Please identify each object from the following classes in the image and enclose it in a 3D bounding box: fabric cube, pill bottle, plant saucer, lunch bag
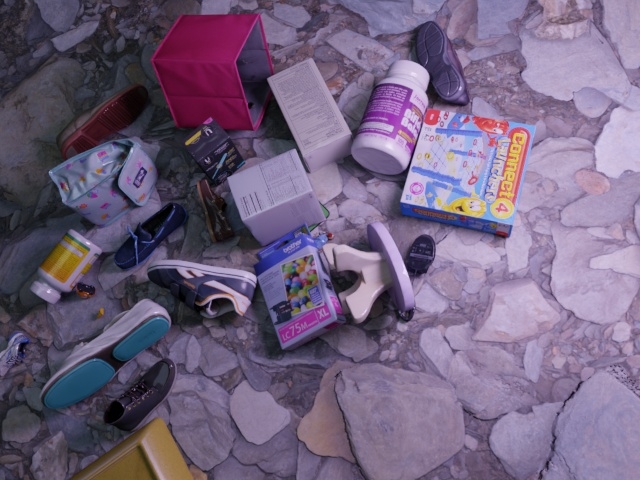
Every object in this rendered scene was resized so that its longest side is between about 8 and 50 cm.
[{"bbox_3d":[-0.309,-0.504,1.830,0.258,0.259,0.254,4,51,13],"label":"fabric cube"},{"bbox_3d":[-0.757,0.080,1.800,0.118,0.117,0.208,30,78,21],"label":"pill bottle"},{"bbox_3d":[0.210,-0.355,1.738,0.169,0.169,0.301,15,73,17],"label":"pill bottle"},{"bbox_3d":[-0.483,0.671,1.530,0.333,0.081,0.333,-35,66,-4],"label":"plant saucer"},{"bbox_3d":[-0.621,-0.181,1.816,0.262,0.223,0.160,-32,72,-3],"label":"lunch bag"}]

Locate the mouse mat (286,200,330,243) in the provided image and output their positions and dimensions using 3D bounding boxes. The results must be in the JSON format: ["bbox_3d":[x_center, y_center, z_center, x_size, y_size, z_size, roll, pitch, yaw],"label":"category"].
[{"bbox_3d":[-0.083,-0.090,1.785,0.152,0.007,0.189,-40,65,-5],"label":"mouse mat"}]

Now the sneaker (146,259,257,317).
[{"bbox_3d":[-0.344,0.136,1.685,0.321,0.126,0.127,6,65,12],"label":"sneaker"}]

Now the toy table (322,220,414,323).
[{"bbox_3d":[0.117,0.084,1.562,0.161,0.252,0.274,-17,36,-8],"label":"toy table"}]

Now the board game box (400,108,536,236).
[{"bbox_3d":[0.406,-0.192,1.678,0.302,0.086,0.308,13,72,17],"label":"board game box"}]

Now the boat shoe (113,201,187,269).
[{"bbox_3d":[-0.520,-0.027,1.806,0.109,0.089,0.258,38,81,22],"label":"boat shoe"}]

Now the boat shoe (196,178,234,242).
[{"bbox_3d":[-0.309,-0.094,1.801,0.073,0.073,0.207,-21,73,1],"label":"boat shoe"}]

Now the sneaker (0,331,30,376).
[{"bbox_3d":[-0.893,0.335,1.765,0.058,0.052,0.135,19,74,14],"label":"sneaker"}]

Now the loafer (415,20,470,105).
[{"bbox_3d":[0.369,-0.526,1.830,0.109,0.095,0.302,-33,57,31],"label":"loafer"}]

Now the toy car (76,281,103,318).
[{"bbox_3d":[-0.682,0.179,1.781,0.040,0.060,0.122,-48,56,26],"label":"toy car"}]

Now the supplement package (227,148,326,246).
[{"bbox_3d":[-0.118,-0.115,1.692,0.203,0.194,0.149,-23,65,2],"label":"supplement package"}]

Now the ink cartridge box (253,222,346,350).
[{"bbox_3d":[-0.069,0.117,1.642,0.186,0.065,0.311,-32,62,21],"label":"ink cartridge box"}]

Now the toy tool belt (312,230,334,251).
[{"bbox_3d":[0.000,0.000,1.707,0.083,0.051,0.052,-35,66,-4],"label":"toy tool belt"}]

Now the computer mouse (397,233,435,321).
[{"bbox_3d":[0.257,0.099,1.627,0.071,0.041,0.242,13,79,26],"label":"computer mouse"}]

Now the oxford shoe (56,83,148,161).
[{"bbox_3d":[-0.724,-0.409,1.985,0.348,0.123,0.130,-40,61,-6],"label":"oxford shoe"}]

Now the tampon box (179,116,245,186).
[{"bbox_3d":[-0.319,-0.264,1.818,0.120,0.161,0.101,-40,66,-6],"label":"tampon box"}]

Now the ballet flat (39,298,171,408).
[{"bbox_3d":[-0.598,0.305,1.686,0.400,0.139,0.139,-37,66,-8],"label":"ballet flat"}]

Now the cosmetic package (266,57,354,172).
[{"bbox_3d":[-0.028,-0.379,1.829,0.160,0.113,0.309,-24,67,2],"label":"cosmetic package"}]

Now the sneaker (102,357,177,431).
[{"bbox_3d":[-0.471,0.405,1.610,0.083,0.118,0.222,29,77,21],"label":"sneaker"}]
